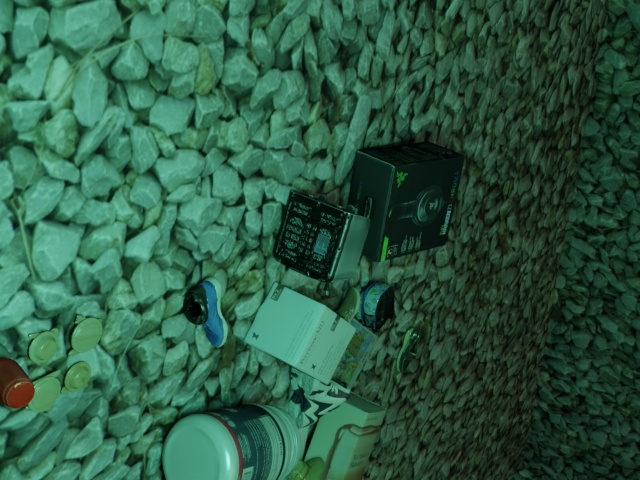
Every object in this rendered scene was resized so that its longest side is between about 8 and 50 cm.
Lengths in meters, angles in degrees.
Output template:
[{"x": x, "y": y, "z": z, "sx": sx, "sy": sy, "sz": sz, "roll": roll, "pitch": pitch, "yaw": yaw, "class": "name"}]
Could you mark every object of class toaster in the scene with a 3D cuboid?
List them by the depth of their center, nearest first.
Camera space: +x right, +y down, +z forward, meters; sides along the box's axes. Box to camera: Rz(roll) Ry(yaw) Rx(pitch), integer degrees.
[{"x": 0.000, "y": 0.000, "z": 1.709, "sx": 0.110, "sy": 0.168, "sz": 0.186, "roll": 1, "pitch": 108, "yaw": -57, "class": "toaster"}]

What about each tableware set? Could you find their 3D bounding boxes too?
[{"x": -0.431, "y": 0.206, "z": 1.335, "sx": 0.141, "sy": 0.020, "sz": 0.169, "roll": -11, "pitch": 117, "yaw": -56, "class": "tableware set"}]

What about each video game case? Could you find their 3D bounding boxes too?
[{"x": 0.070, "y": 0.314, "z": 2.150, "sx": 0.193, "sy": 0.023, "sz": 0.212, "roll": -62, "pitch": 148, "yaw": -9, "class": "video game case"}]

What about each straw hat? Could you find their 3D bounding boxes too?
[{"x": -0.059, "y": 0.582, "z": 2.003, "sx": 0.061, "sy": 0.144, "sz": 0.144, "roll": 49, "pitch": 62, "yaw": -13, "class": "straw hat"}]

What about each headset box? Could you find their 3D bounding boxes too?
[{"x": 0.194, "y": -0.099, "z": 1.941, "sx": 0.283, "sy": 0.131, "sz": 0.246, "roll": -11, "pitch": 119, "yaw": -42, "class": "headset box"}]

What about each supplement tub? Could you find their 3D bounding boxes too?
[{"x": -0.184, "y": 0.452, "z": 1.698, "sx": 0.272, "sy": 0.191, "sz": 0.191, "roll": 6, "pitch": 104, "yaw": -57, "class": "supplement tub"}]

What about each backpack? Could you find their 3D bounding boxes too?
[{"x": 0.144, "y": 0.167, "z": 2.109, "sx": 0.105, "sy": 0.084, "sz": 0.114, "roll": -40, "pitch": 141, "yaw": -45, "class": "backpack"}]

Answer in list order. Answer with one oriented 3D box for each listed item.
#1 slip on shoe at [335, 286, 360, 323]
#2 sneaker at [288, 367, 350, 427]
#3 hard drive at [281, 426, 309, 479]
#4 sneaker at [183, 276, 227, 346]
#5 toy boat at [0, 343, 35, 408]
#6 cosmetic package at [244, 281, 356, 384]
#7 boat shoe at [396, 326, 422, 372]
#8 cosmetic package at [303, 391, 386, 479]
[{"x": 0.060, "y": 0.184, "z": 2.036, "sx": 0.041, "sy": 0.051, "sz": 0.135, "roll": 15, "pitch": 101, "yaw": -40, "class": "slip on shoe"}, {"x": 0.010, "y": 0.354, "z": 1.989, "sx": 0.153, "sy": 0.094, "sz": 0.235, "roll": -16, "pitch": 124, "yaw": -35, "class": "sneaker"}, {"x": -0.125, "y": 0.621, "z": 2.036, "sx": 0.203, "sy": 0.040, "sz": 0.308, "roll": -14, "pitch": 121, "yaw": -53, "class": "hard drive"}, {"x": -0.230, "y": 0.155, "z": 1.563, "sx": 0.084, "sy": 0.058, "sz": 0.152, "roll": -35, "pitch": 132, "yaw": -49, "class": "sneaker"}, {"x": -0.556, "y": 0.239, "z": 1.076, "sx": 0.318, "sy": 0.148, "sz": 0.268, "roll": -26, "pitch": 125, "yaw": -37, "class": "toy boat"}, {"x": -0.043, "y": 0.211, "z": 1.793, "sx": 0.151, "sy": 0.151, "sz": 0.183, "roll": -63, "pitch": 148, "yaw": -9, "class": "cosmetic package"}, {"x": 0.275, "y": 0.344, "z": 2.450, "sx": 0.056, "sy": 0.049, "sz": 0.152, "roll": -16, "pitch": 122, "yaw": -52, "class": "boat shoe"}, {"x": 0.052, "y": 0.567, "z": 2.125, "sx": 0.153, "sy": 0.129, "sz": 0.296, "roll": 13, "pitch": 97, "yaw": -62, "class": "cosmetic package"}]
